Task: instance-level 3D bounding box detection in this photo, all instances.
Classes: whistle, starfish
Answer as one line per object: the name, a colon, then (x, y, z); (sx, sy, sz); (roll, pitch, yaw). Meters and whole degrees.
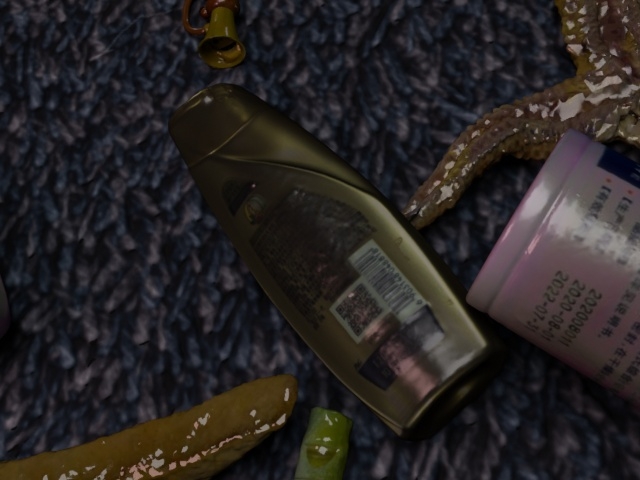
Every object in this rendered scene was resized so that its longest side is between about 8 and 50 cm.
whistle: (-0.102, -0.216, 1.014); (0.046, 0.057, 0.109); (18, 48, -31)
starfish: (0.276, -0.183, 0.874); (0.398, 0.132, 0.384); (-6, 63, 31)
whistle: (-0.011, 0.223, 0.781); (0.104, 0.057, 0.198); (4, 58, 17)

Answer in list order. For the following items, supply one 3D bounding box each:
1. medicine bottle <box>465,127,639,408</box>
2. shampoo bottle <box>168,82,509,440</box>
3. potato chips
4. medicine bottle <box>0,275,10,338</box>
medicine bottle: (0.249, 0.045, 0.740); (0.254, 0.152, 0.152); (31, 73, 9)
shampoo bottle: (0.000, 0.000, 0.856); (0.125, 0.084, 0.350); (-48, 64, 12)
potato chips: (-0.206, 0.184, 0.815); (0.407, 0.080, 0.057); (-13, 47, 5)
medicine bottle: (-0.423, 0.064, 0.850); (0.290, 0.178, 0.178); (-27, 64, -3)
